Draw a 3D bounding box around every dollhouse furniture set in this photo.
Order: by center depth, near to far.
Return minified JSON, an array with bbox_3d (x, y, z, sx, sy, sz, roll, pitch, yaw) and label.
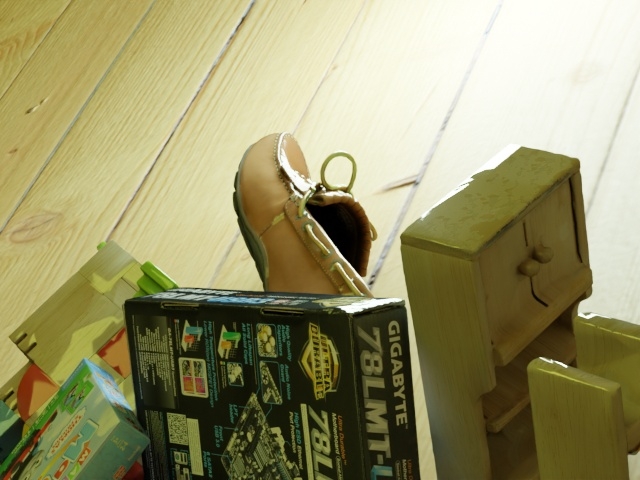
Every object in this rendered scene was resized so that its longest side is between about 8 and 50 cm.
[{"bbox_3d":[0.275,0.108,1.424,0.394,0.256,0.362,15,39,37],"label":"dollhouse furniture set"}]

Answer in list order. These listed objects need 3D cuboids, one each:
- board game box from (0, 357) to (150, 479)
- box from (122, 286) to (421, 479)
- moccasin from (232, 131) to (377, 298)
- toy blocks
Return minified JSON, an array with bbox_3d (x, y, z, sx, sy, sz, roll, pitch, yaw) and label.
[{"bbox_3d":[-0.227,0.199,1.661,0.160,0.039,0.211,-52,20,-1],"label":"board game box"},{"bbox_3d":[-0.038,0.191,1.575,0.073,0.296,0.293,-11,8,-42],"label":"box"},{"bbox_3d":[-0.002,-0.002,1.974,0.147,0.139,0.380,-30,29,8],"label":"moccasin"},{"bbox_3d":[-0.195,0.181,1.836,0.261,0.191,0.381,-45,52,-11],"label":"toy blocks"}]
